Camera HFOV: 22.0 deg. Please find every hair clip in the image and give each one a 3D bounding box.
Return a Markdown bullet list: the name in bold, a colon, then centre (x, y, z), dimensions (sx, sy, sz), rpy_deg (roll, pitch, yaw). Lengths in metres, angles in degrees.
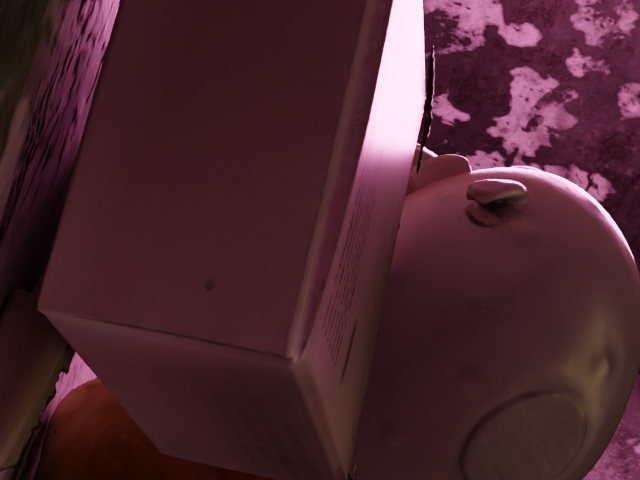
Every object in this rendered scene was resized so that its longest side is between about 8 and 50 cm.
- **hair clip**: centre (-0.101, 0.015, 0.672), dimensions (0.226, 0.034, 0.072), rpy_deg (-67, 174, -64)

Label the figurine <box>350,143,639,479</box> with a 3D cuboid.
- **figurine**: centre (0.000, 0.000, 0.955), dimensions (0.394, 0.274, 0.227), rpy_deg (-127, -142, -48)

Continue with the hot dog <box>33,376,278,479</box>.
- **hot dog**: centre (-0.038, 0.272, 0.916), dimensions (0.185, 0.223, 0.405), rpy_deg (44, 43, -78)

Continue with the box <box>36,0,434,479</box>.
- **box**: centre (-0.019, -0.021, 0.691), dimensions (0.252, 0.106, 0.203), rpy_deg (78, 24, -72)
